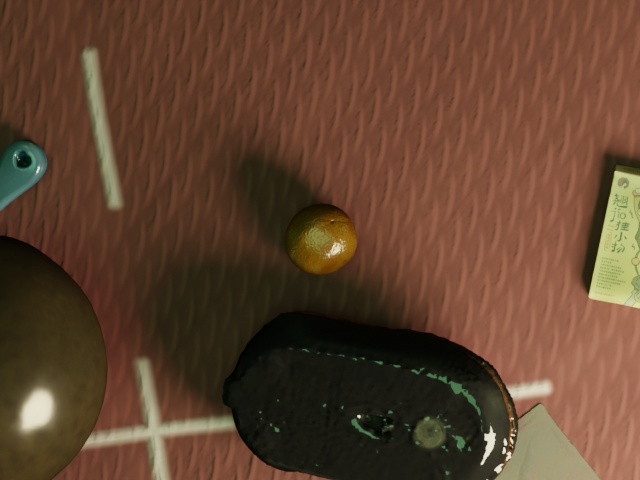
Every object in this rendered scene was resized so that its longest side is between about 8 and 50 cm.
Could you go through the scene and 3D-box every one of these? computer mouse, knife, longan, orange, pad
[{"bbox_3d":[0.056,0.180,1.901,0.323,0.116,0.183,12,99,15],"label":"computer mouse"},{"bbox_3d":[-0.405,-0.026,2.003,0.244,0.032,0.058,-42,90,14],"label":"knife"},{"bbox_3d":[-0.373,0.138,1.885,0.297,0.297,0.297,1,95,9],"label":"longan"},{"bbox_3d":[0.000,0.000,1.915,0.085,0.085,0.085,1,95,9],"label":"orange"},{"bbox_3d":[0.255,0.286,1.934,0.113,0.006,0.188,-38,88,11],"label":"pad"}]

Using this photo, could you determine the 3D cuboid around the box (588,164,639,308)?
[{"bbox_3d":[0.337,-0.002,1.888,0.073,0.020,0.149,11,96,8],"label":"box"}]
